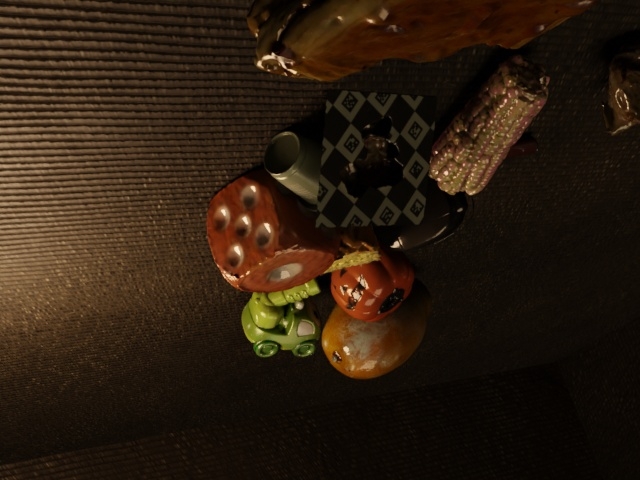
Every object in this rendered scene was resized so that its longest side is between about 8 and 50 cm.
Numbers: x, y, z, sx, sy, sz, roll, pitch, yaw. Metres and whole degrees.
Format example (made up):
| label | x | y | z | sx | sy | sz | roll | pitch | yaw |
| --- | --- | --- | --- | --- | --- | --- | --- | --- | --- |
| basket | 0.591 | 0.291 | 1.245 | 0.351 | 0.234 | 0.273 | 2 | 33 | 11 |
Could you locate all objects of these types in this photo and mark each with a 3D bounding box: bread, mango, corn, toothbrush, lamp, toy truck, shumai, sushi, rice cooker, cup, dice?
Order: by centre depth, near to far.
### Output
| label | x | y | z | sx | sy | sz | roll | pitch | yaw |
| --- | --- | --- | --- | --- | --- | --- | --- | --- | --- |
| bread | 0.123 | -0.313 | 1.128 | 0.314 | 0.191 | 0.370 | -5 | 169 | -44 |
| sushi | 0.080 | -0.134 | 1.600 | 0.231 | 0.219 | 0.047 | -2 | -167 | -36 |
| cup | -0.024 | -0.119 | 1.616 | 0.120 | 0.120 | 0.141 | -30 | 146 | 30 |
| corn | 0.284 | -0.196 | 1.666 | 0.127 | 0.126 | 0.335 | -9 | 155 | -22 |
| shumai | 0.556 | -0.264 | 1.691 | 0.206 | 0.166 | 0.175 | -6 | 179 | -25 |
| dice | -0.083 | -0.018 | 1.731 | 0.175 | 0.179 | 0.174 | -37 | 152 | 31 |
| toothbrush | 0.246 | -0.154 | 1.841 | 0.364 | 0.040 | 0.041 | -11 | 159 | -18 |
| bread | 0.000 | 0.000 | 1.892 | 0.229 | 0.139 | 0.143 | -14 | 160 | 10 |
| rice cooker | 0.201 | -0.058 | 1.910 | 0.203 | 0.142 | 0.118 | -23 | 171 | 17 |
| lamp | 0.110 | 0.083 | 2.176 | 0.188 | 0.164 | 0.187 | -31 | 148 | -22 |
| toy truck | -0.090 | 0.167 | 2.267 | 0.187 | 0.148 | 0.210 | -11 | 139 | -9 |
| mango | 0.150 | 0.192 | 2.352 | 0.384 | 0.221 | 0.198 | -31 | 138 | -46 |
